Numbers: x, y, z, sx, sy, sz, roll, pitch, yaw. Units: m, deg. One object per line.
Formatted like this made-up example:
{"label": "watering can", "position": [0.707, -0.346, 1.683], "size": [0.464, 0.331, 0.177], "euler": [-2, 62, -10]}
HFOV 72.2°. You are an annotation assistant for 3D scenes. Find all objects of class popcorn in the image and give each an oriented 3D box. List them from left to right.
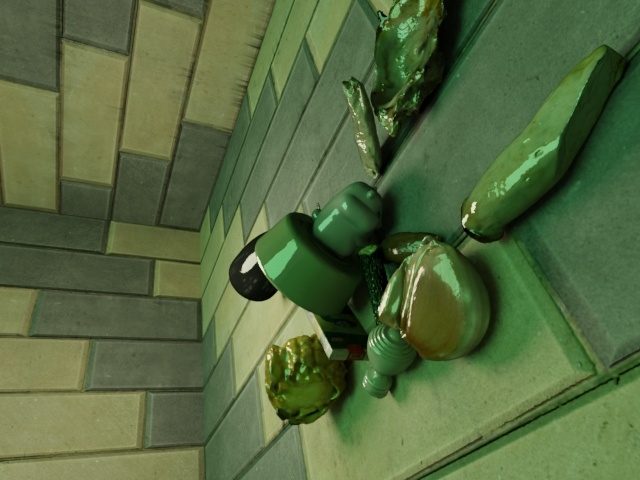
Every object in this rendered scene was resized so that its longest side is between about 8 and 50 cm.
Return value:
{"label": "popcorn", "position": [-0.047, 0.366, 1.193], "size": [0.190, 0.250, 0.250], "euler": [-38, -35, -70]}

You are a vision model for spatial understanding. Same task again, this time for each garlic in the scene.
{"label": "garlic", "position": [0.224, 0.107, 0.825], "size": [0.217, 0.110, 0.227], "euler": [43, 128, 47]}

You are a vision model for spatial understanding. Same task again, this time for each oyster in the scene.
{"label": "oyster", "position": [0.220, -0.421, 1.003], "size": [0.221, 0.096, 0.361], "euler": [-10, 73, 59]}

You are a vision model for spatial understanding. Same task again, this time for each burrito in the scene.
{"label": "burrito", "position": [0.110, -0.280, 1.094], "size": [0.082, 0.059, 0.275], "euler": [-115, 2, -49]}

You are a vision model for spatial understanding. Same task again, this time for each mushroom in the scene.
{"label": "mushroom", "position": [0.334, -0.129, 0.682], "size": [0.333, 0.087, 0.107], "euler": [-57, 34, 38]}

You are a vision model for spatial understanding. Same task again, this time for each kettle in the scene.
{"label": "kettle", "position": [-0.182, 0.047, 1.629], "size": [0.290, 0.207, 0.268], "euler": [-50, 12, 40]}

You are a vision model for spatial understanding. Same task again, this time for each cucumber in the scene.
{"label": "cucumber", "position": [0.130, 0.104, 1.011], "size": [0.058, 0.058, 0.187], "euler": [5, 111, 65]}

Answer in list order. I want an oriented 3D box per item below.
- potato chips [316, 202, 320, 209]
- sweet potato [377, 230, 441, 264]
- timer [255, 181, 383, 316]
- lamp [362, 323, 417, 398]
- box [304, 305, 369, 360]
{"label": "potato chips", "position": [-0.007, -0.003, 1.405], "size": [0.167, 0.059, 0.228], "euler": [27, 102, 57]}
{"label": "sweet potato", "position": [0.172, 0.021, 0.991], "size": [0.244, 0.077, 0.077], "euler": [-13, 71, 62]}
{"label": "timer", "position": [0.038, -0.011, 1.121], "size": [0.315, 0.291, 0.290], "euler": [-48, 36, 18]}
{"label": "lamp", "position": [0.142, 0.262, 0.959], "size": [0.106, 0.106, 0.193], "euler": [-114, 32, -49]}
{"label": "box", "position": [0.043, 0.222, 1.138], "size": [0.034, 0.132, 0.235], "euler": [-70, 27, 21]}
